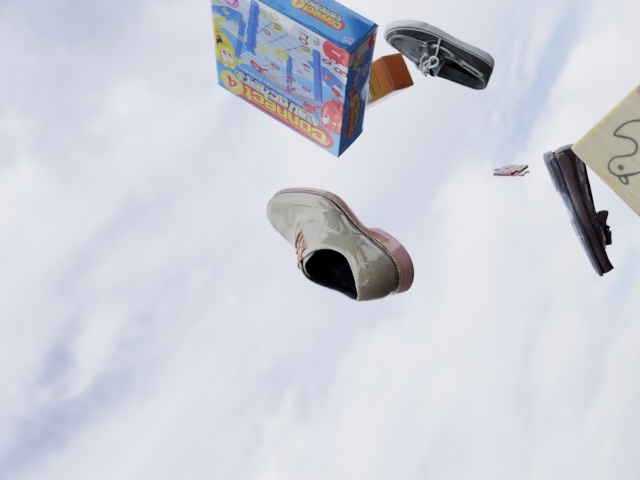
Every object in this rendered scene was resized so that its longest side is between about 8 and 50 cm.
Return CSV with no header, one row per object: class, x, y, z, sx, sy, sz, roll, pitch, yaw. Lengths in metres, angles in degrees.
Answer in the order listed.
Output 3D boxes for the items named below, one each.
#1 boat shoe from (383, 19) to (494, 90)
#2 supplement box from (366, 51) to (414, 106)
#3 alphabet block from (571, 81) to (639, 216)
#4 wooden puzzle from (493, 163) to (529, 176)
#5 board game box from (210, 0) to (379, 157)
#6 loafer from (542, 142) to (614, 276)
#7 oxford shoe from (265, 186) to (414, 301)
boat shoe,0.302,-0.476,2.266,0.113,0.306,0.105,122,172,-59
supplement box,0.075,-0.303,1.780,0.078,0.233,0.080,-24,-90,-47
alphabet block,0.662,-0.201,1.748,0.192,0.197,0.193,-49,-8,36
wooden puzzle,0.362,-0.133,1.642,0.049,0.083,0.006,-32,-63,-39
board game box,-0.056,-0.339,1.594,0.086,0.308,0.302,-50,-17,-25
loafer,0.590,-0.071,1.902,0.302,0.095,0.109,66,-168,1
oxford shoe,0.000,0.000,1.700,0.147,0.397,0.140,-20,-57,-36
